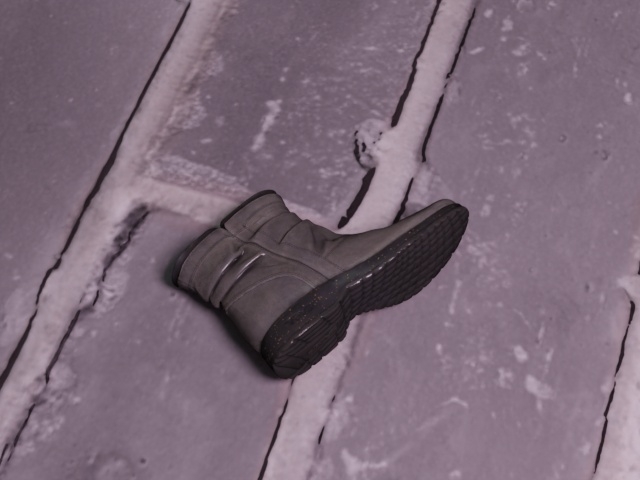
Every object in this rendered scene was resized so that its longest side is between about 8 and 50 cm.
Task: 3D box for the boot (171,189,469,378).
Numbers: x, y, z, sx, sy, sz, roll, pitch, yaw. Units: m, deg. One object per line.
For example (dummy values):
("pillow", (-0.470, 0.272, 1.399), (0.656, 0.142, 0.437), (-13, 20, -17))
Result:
("boot", (0.000, 0.000, 1.172), (0.246, 0.083, 0.161), (-33, 58, -23))
